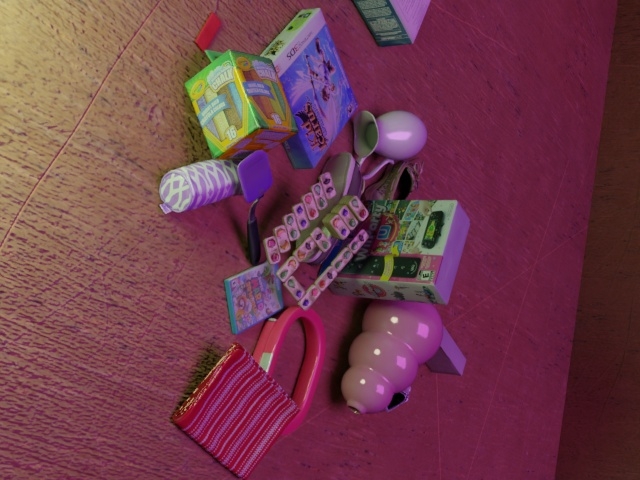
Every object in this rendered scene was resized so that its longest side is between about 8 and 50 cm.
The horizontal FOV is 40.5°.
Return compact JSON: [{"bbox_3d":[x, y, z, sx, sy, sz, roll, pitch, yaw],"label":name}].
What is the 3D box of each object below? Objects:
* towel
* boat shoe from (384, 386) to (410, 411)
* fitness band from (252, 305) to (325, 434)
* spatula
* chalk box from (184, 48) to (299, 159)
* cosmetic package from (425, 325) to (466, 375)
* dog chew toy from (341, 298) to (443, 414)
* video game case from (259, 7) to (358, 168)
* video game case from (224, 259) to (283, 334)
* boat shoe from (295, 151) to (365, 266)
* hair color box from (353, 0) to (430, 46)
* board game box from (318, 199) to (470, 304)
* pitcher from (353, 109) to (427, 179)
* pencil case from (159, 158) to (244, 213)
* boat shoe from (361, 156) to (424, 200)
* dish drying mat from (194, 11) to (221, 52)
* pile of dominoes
[{"bbox_3d":[-0.162,0.351,1.755,0.199,0.031,0.275,-51,133,-16],"label":"towel"},{"bbox_3d":[0.200,0.414,2.307,0.184,0.063,0.066,-4,95,-55],"label":"boat shoe"},{"bbox_3d":[-0.074,0.284,1.916,0.209,0.054,0.290,47,55,-49],"label":"fitness band"},{"bbox_3d":[-0.131,-0.055,1.740,0.084,0.030,0.296,-42,153,-35],"label":"spatula"},{"bbox_3d":[-0.157,-0.276,1.659,0.132,0.132,0.213,-7,72,-55],"label":"chalk box"},{"bbox_3d":[0.324,0.297,2.453,0.239,0.099,0.060,53,47,-43],"label":"cosmetic package"},{"bbox_3d":[0.164,0.283,2.142,0.332,0.207,0.206,-56,135,-26],"label":"dog chew toy"},{"bbox_3d":[-0.029,-0.338,1.936,0.244,0.061,0.269,-56,135,-36],"label":"video game case"},{"bbox_3d":[-0.138,0.116,1.840,0.166,0.015,0.119,-26,112,-53],"label":"video game case"},{"bbox_3d":[0.031,-0.062,1.996,0.091,0.109,0.305,48,50,-40],"label":"boat shoe"},{"bbox_3d":[0.144,-0.661,2.130,0.347,0.105,0.173,52,51,-44],"label":"hair color box"},{"bbox_3d":[0.173,0.021,2.033,0.097,0.303,0.224,48,53,-45],"label":"board game box"},{"bbox_3d":[0.168,-0.241,2.194,0.207,0.125,0.177,-8,119,-45],"label":"pitcher"},{"bbox_3d":[-0.215,-0.109,1.663,0.206,0.088,0.086,-19,70,-54],"label":"pencil case"},{"bbox_3d":[0.209,-0.140,2.266,0.285,0.089,0.104,-48,129,-44],"label":"boat shoe"},{"bbox_3d":[-0.221,-0.407,1.698,0.032,0.008,0.083,51,53,-43],"label":"dish drying mat"},{"bbox_3d":[0.000,0.000,1.858,0.251,0.040,0.196,-49,120,-21],"label":"pile of dominoes"}]
